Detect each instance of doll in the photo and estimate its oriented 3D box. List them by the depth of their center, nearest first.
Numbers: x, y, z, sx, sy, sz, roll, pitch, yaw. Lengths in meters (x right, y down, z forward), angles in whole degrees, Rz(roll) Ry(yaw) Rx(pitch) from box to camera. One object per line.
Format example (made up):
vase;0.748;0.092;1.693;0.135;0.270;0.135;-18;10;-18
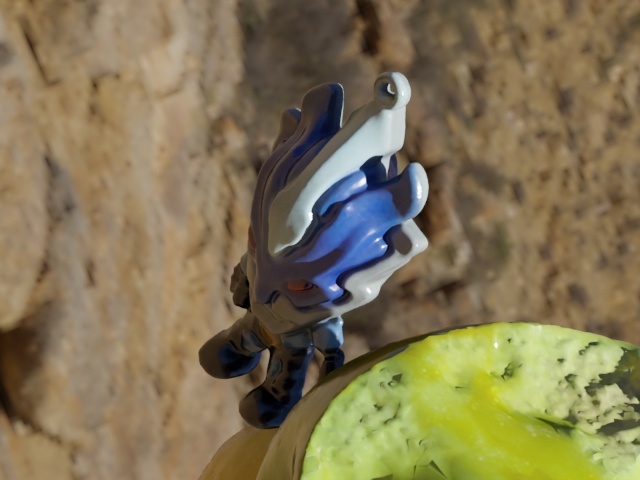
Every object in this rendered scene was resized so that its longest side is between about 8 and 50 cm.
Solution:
doll;0.000;0.000;0.894;0.096;0.070;0.195;47;-49;26

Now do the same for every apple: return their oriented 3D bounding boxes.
apple;0.073;0.147;0.752;0.226;0.246;0.246;32;5;-4

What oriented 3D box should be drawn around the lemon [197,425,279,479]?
lemon;0.013;0.220;1.371;0.240;0.240;0.219;57;19;-82
